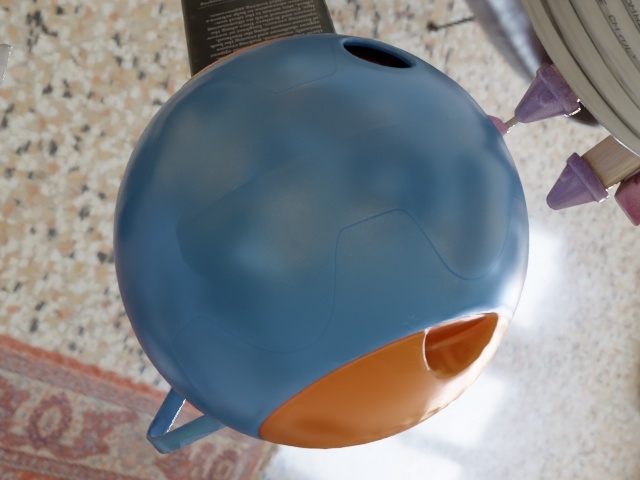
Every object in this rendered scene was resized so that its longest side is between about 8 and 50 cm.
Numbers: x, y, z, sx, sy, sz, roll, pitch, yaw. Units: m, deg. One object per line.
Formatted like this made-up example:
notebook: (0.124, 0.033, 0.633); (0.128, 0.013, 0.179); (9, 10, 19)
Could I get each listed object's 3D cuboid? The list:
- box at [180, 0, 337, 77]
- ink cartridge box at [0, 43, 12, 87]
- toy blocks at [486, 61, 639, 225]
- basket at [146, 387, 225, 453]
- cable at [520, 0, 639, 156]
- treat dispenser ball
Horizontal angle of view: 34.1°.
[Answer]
box: (-0.073, -0.235, 1.588); (0.212, 0.395, 0.293); (-13, 134, 0)
ink cartridge box: (-0.374, -0.090, 0.870); (0.181, 0.056, 0.224); (-3, 134, -38)
toy blocks: (0.324, -0.100, 0.988); (0.260, 0.309, 0.288); (-38, 111, 9)
basket: (-0.065, 0.112, 1.216); (0.201, 0.255, 0.289); (54, 26, -24)
cable: (0.178, -0.153, 0.444); (0.257, 0.089, 0.257); (14, 70, -36)
treat dispenser ball: (0.000, 0.000, 0.733); (0.288, 0.288, 0.288); (-29, 129, -43)
